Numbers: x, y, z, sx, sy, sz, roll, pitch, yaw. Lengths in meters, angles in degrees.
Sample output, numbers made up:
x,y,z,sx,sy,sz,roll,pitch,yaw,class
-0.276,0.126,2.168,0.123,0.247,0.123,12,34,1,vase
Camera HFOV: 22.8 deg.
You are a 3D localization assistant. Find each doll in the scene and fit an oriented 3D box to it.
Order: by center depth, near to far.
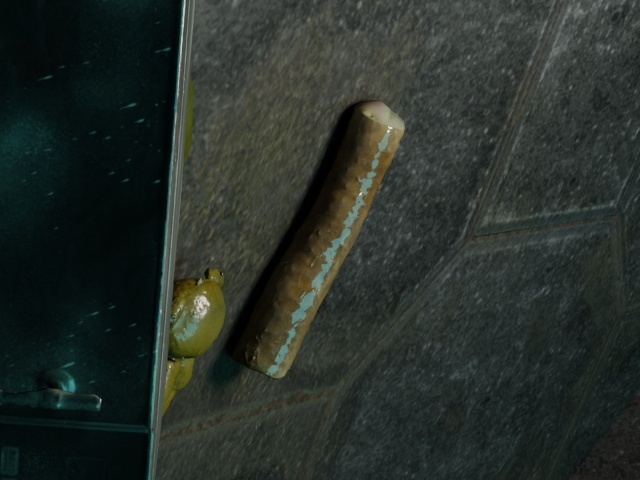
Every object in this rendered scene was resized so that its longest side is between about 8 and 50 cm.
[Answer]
x,y,z,sx,sy,sz,roll,pitch,yaw,class
-0.173,0.119,1.709,0.209,0.097,0.137,-63,176,31,doll

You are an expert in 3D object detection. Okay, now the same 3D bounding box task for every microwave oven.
x,y,z,sx,sy,sz,roll,pitch,yaw,class
-0.204,-0.061,1.011,0.374,0.236,0.432,-100,-164,-76,microwave oven

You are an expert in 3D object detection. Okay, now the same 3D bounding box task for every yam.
x,y,z,sx,sy,sz,roll,pitch,yaw,class
0.000,0.000,1.870,0.081,0.081,0.356,13,104,-59,yam

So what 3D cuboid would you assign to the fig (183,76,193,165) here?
x,y,z,sx,sy,sz,roll,pitch,yaw,class
-0.210,-0.110,1.335,0.203,0.225,0.203,-9,122,-15,fig
